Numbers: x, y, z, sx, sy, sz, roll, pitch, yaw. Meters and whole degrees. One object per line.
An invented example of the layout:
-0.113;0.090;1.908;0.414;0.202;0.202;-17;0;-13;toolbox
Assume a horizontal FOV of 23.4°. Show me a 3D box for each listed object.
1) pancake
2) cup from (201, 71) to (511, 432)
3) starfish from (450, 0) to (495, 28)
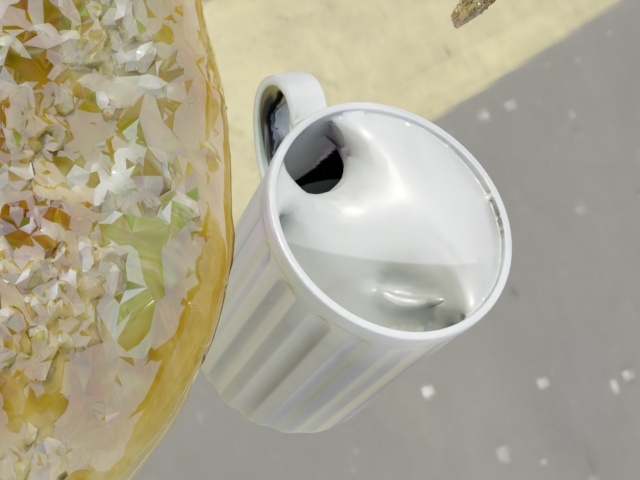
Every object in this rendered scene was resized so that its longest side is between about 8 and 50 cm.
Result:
-0.179;-0.033;0.451;0.387;0.082;0.386;5;82;-39;pancake
0.014;0.007;1.055;0.167;0.202;0.221;19;56;-14;cup
0.150;-0.246;1.035;0.043;0.240;0.227;26;22;-10;starfish
